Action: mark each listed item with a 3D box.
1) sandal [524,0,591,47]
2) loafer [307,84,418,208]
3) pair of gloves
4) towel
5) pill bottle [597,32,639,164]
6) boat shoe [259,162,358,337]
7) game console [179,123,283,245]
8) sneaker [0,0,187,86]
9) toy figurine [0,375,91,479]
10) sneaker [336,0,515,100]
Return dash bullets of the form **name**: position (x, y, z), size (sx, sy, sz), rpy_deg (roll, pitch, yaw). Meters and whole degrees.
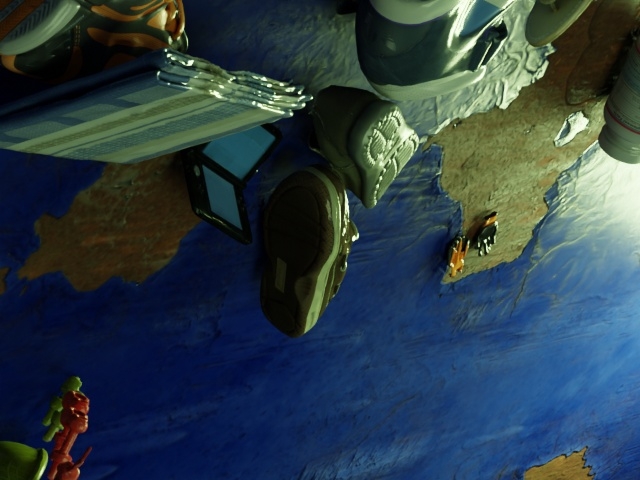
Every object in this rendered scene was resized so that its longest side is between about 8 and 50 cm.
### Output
- **sandal**: position (0.275, -0.323, 2.069), size (0.079, 0.088, 0.240), rpy_deg (41, 87, -29)
- **loafer**: position (0.041, -0.108, 2.034), size (0.094, 0.087, 0.251), rpy_deg (-53, 167, -10)
- **pair of gloves**: position (0.189, 0.004, 2.428), size (0.083, 0.010, 0.074), rpy_deg (-33, 148, -24)
- **towel**: position (-0.155, -0.112, 1.687), size (0.209, 0.034, 0.285), rpy_deg (-16, 172, 23)
- **pill bottle**: position (0.399, -0.174, 2.376), size (0.087, 0.087, 0.160), rpy_deg (-17, 142, -39)
- **boat shoe**: position (-0.006, -0.005, 2.108), size (0.095, 0.095, 0.257), rpy_deg (-38, 160, -32)
- **game console**: position (-0.081, -0.067, 1.944), size (0.071, 0.107, 0.122), rpy_deg (-21, 156, 19)
- **sneaker**: position (-0.134, -0.247, 1.614), size (0.321, 0.124, 0.180), rpy_deg (-36, 156, 8)
- **toy figurine**: position (-0.360, 0.198, 1.889), size (0.191, 0.217, 0.362), rpy_deg (-63, -168, 6)
- **sneaker**: position (0.163, -0.269, 1.946), size (0.323, 0.130, 0.236), rpy_deg (-39, 161, -18)
